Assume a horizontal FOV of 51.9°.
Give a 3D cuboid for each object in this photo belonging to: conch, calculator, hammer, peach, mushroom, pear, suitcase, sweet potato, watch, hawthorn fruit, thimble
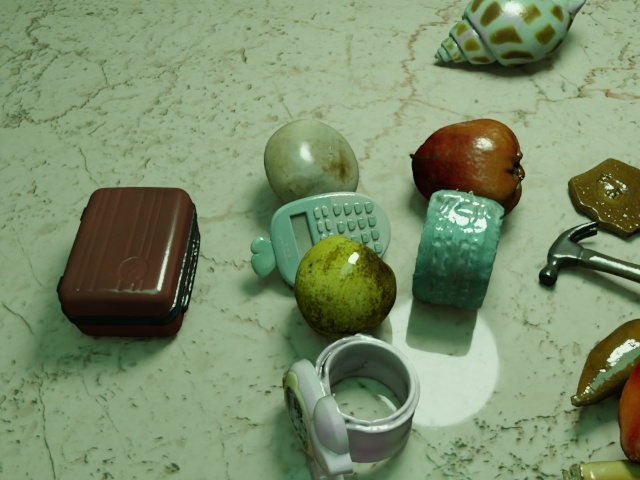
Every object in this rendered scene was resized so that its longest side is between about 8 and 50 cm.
[{"bbox_3d":[0.485,-0.551,1.693,0.368,0.197,0.249,5,17,12],"label":"conch"},{"bbox_3d":[0.000,0.000,1.335,0.295,0.042,0.184,-14,96,-8],"label":"calculator"},{"bbox_3d":[0.652,0.084,1.242,0.440,0.044,0.168,22,61,31],"label":"hammer"},{"bbox_3d":[0.582,0.245,1.039,0.267,0.154,0.159,-22,10,-24],"label":"peach"},{"bbox_3d":[-0.022,-0.149,1.432,0.226,0.178,0.226,18,53,-26],"label":"mushroom"},{"bbox_3d":[0.040,0.094,1.228,0.197,0.197,0.197,-2,53,2],"label":"pear"},{"bbox_3d":[-0.369,0.040,1.310,0.236,0.161,0.297,0,52,4],"label":"suitcase"},{"bbox_3d":[0.573,0.198,1.172,0.359,0.112,0.112,-26,56,-20],"label":"sweet potato"},{"bbox_3d":[0.066,0.279,1.098,0.218,0.211,0.248,-14,44,-18],"label":"watch"},{"bbox_3d":[0.299,-0.150,1.398,0.261,0.224,0.224,10,53,29],"label":"hawthorn fruit"},{"bbox_3d":[0.262,0.015,1.253,0.143,0.235,0.198,11,25,12],"label":"thimble"}]

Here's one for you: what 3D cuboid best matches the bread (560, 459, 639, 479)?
[{"bbox_3d":[0.476,0.413,1.027,0.173,0.085,0.134,1,46,6],"label":"bread"}]

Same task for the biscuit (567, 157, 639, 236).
[{"bbox_3d":[0.655,-0.082,1.423,0.182,0.034,0.215,-27,58,-15],"label":"biscuit"}]
